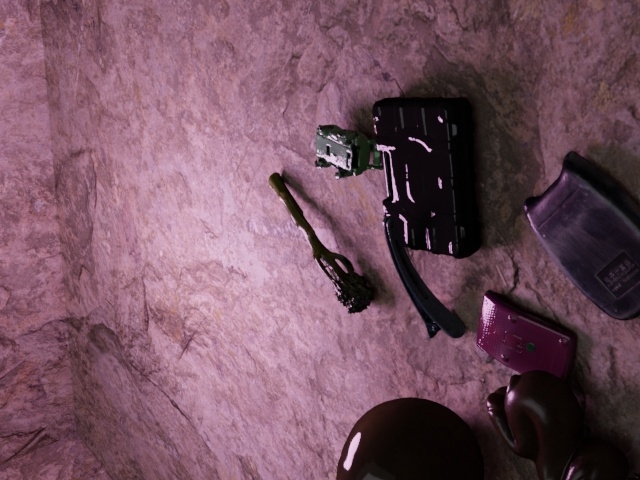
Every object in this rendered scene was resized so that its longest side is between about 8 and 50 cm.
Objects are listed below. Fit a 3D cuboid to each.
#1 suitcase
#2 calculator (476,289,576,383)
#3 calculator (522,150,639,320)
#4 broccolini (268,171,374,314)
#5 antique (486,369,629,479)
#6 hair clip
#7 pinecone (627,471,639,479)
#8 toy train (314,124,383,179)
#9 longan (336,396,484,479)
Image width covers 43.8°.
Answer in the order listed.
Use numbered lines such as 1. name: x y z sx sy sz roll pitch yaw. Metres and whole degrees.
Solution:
1. suitcase: 0.192 -0.117 1.446 0.206 0.066 0.285 12 115 49
2. calculator: 0.355 0.177 1.399 0.191 0.034 0.126 29 126 41
3. calculator: 0.429 0.003 1.225 0.268 0.040 0.177 51 142 18
4. broccolini: -0.005 0.003 1.777 0.392 0.079 0.074 58 153 28
5. antique: 0.404 0.328 1.323 0.256 0.121 0.143 53 145 18
6. hair clip: 0.176 0.074 1.502 0.083 0.048 0.275 -6 121 56
7. pinecone: 0.521 0.416 1.206 0.140 0.140 0.120 21 106 46
8. toy train: 0.051 -0.182 1.594 0.149 0.081 0.099 31 129 48
9. longan: 0.168 0.446 1.543 0.297 0.297 0.297 26 125 44
